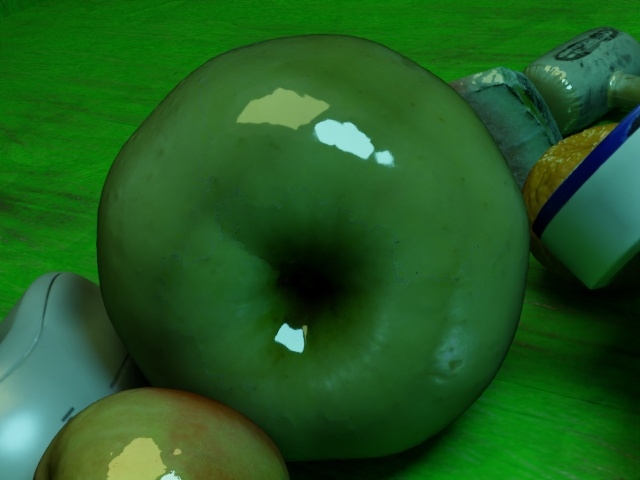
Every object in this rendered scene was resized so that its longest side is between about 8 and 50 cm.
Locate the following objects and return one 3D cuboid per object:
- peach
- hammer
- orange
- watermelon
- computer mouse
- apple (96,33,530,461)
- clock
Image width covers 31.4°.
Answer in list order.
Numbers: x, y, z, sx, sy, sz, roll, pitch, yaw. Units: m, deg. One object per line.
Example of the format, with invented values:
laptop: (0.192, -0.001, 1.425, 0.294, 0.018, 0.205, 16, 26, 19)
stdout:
peach: (-0.108, 0.187, 0.765, 0.184, 0.184, 0.184, -9, 25, 4)
hammer: (0.411, -0.182, 1.428, 0.305, 0.113, 0.202, 21, 43, 40)
orange: (0.280, -0.032, 1.099, 0.177, 0.155, 0.177, -13, 10, 2)
watermelon: (0.142, -0.092, 1.285, 0.256, 0.193, 0.140, -19, 22, 16)
computer mouse: (-0.205, 0.135, 0.906, 0.121, 0.184, 0.297, -32, 11, 36)
apple: (0.000, 0.000, 0.933, 0.357, 0.357, 0.357, -9, 25, 4)
clock: (0.276, -0.061, 0.896, 0.083, 0.230, 0.230, 46, 50, 14)
